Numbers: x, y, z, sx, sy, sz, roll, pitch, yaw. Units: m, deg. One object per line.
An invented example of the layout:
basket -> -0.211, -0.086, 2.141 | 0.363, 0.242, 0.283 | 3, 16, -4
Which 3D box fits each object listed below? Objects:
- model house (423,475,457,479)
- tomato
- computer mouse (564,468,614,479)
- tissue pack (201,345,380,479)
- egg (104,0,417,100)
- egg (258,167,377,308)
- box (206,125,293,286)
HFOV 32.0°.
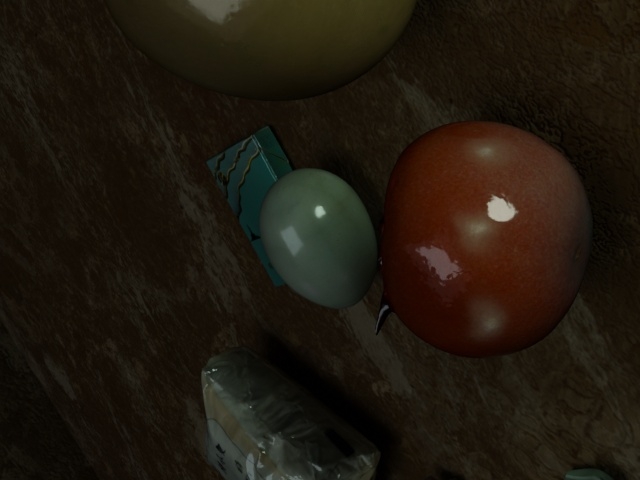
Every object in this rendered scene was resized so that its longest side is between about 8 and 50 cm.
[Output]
model house -> 0.192, 0.388, 1.689 | 0.083, 0.057, 0.058 | 52, 152, 13
tomato -> 0.174, -0.001, 1.208 | 0.224, 0.256, 0.256 | 9, 126, 29
computer mouse -> 0.352, 0.317, 1.430 | 0.056, 0.032, 0.110 | 62, 158, -4
tissue pack -> -0.062, 0.392, 1.912 | 0.390, 0.195, 0.376 | 40, 150, 27
egg -> -0.071, -0.306, 1.209 | 0.373, 0.301, 0.301 | 16, 133, 20
egg -> 0.000, 0.000, 1.530 | 0.151, 0.151, 0.209 | 5, 126, 52
box -> -0.072, -0.047, 1.691 | 0.162, 0.041, 0.229 | -21, 100, 57
